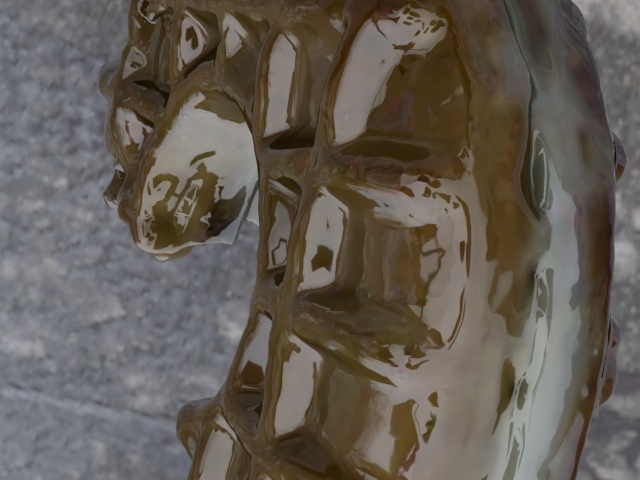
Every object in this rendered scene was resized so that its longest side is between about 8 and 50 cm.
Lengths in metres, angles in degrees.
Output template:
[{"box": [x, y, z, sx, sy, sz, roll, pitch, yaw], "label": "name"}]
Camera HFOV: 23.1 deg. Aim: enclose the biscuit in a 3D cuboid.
[{"box": [0.005, -0.018, 0.630, 0.115, 0.366, 0.268, 6, 136, -29], "label": "biscuit"}]
